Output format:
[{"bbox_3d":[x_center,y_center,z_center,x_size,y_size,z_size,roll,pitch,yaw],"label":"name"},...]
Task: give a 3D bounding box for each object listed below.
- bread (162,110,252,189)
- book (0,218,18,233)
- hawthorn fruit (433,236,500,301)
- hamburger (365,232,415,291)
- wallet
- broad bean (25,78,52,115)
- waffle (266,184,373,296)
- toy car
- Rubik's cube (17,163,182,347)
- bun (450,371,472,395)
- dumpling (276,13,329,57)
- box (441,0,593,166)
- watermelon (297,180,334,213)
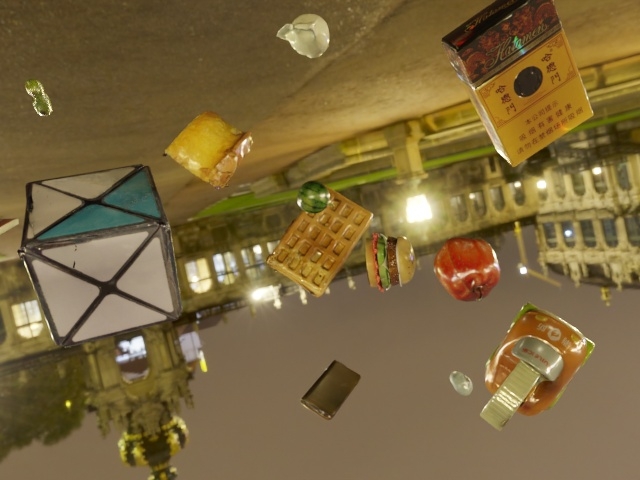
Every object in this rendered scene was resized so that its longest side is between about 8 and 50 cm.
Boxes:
[{"bbox_3d":[-0.246,-0.222,1.346,0.147,0.160,0.260,-52,-174,12],"label":"bread"},{"bbox_3d":[-0.751,-0.019,1.143,0.231,0.022,0.162,-2,-166,-7],"label":"book"},{"bbox_3d":[0.374,0.084,1.449,0.157,0.157,0.194,-13,-139,1],"label":"hawthorn fruit"},{"bbox_3d":[0.203,0.060,1.645,0.136,0.175,0.175,-4,-175,10],"label":"hamburger"},{"bbox_3d":[0.035,0.451,1.750,0.110,0.031,0.198,27,-142,20],"label":"wallet"},{"bbox_3d":[-0.821,-0.413,1.685,0.048,0.070,0.213,-14,174,-14],"label":"broad bean"},{"bbox_3d":[0.000,0.000,1.871,0.328,0.224,0.098,-54,170,-16],"label":"waffle"},{"bbox_3d":[0.378,0.252,1.064,0.145,0.235,0.235,34,-154,22],"label":"toy car"},{"bbox_3d":[-0.512,0.022,1.381,0.305,0.310,0.307,-13,-142,-15],"label":"Rubik's cube"},{"bbox_3d":[0.433,0.435,1.759,0.045,0.083,0.083,-43,174,16],"label":"bun"},{"bbox_3d":[-0.052,-0.609,1.722,0.155,0.111,0.181,8,155,13],"label":"dumpling"},{"bbox_3d":[0.523,-0.428,1.520,0.264,0.415,0.116,-33,-144,10],"label":"box"},{"bbox_3d":[-0.017,-0.127,1.707,0.109,0.109,0.109,-13,-177,1],"label":"watermelon"}]
